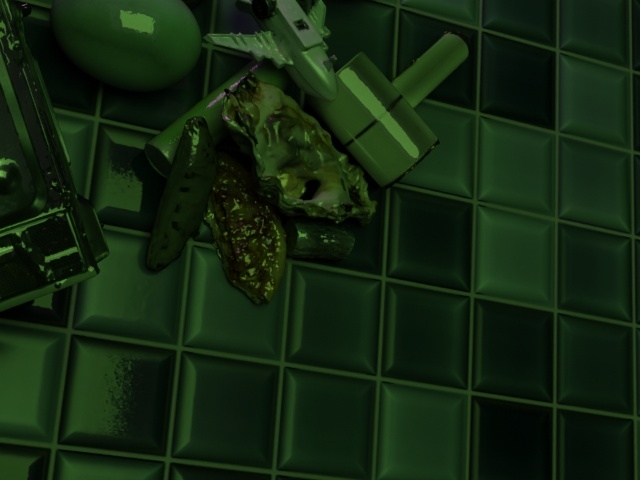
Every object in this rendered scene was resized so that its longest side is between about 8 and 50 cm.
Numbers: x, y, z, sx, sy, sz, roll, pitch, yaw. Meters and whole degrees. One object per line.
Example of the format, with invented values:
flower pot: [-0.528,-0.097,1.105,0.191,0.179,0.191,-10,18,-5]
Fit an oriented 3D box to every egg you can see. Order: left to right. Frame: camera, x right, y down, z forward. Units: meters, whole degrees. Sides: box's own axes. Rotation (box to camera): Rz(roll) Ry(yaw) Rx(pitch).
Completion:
egg: [-0.291,-0.313,1.841,0.231,0.168,0.168,17,69,-17]

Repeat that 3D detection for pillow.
pillow: [-0.198,-0.068,1.847,0.093,0.051,0.241,6,102,-56]

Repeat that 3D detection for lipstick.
lipstick: [-0.146,-0.209,1.932,0.304,0.076,0.076,-43,95,-27]

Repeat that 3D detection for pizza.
pizza: [-0.112,-0.021,1.901,0.127,0.058,0.246,-2,74,-24]

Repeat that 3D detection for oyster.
oyster: [-0.045,-0.114,1.908,0.354,0.107,0.201,39,33,-27]

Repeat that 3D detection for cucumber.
cucumber: [-0.002,0.000,1.947,0.112,0.064,0.064,7,72,-24]

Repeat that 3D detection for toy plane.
toy plane: [-0.050,-0.322,1.910,0.251,0.101,0.255,-26,71,-40]

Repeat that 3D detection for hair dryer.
hair dryer: [0.154,-0.263,2.069,0.203,0.128,0.362,48,55,-4]

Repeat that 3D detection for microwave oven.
microwave oven: [-0.465,-0.126,1.579,0.247,0.333,0.394,-22,106,-22]

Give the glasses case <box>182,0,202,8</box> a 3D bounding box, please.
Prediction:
glasses case: [-0.305,-0.525,1.911,0.173,0.141,0.371,-42,94,-27]
